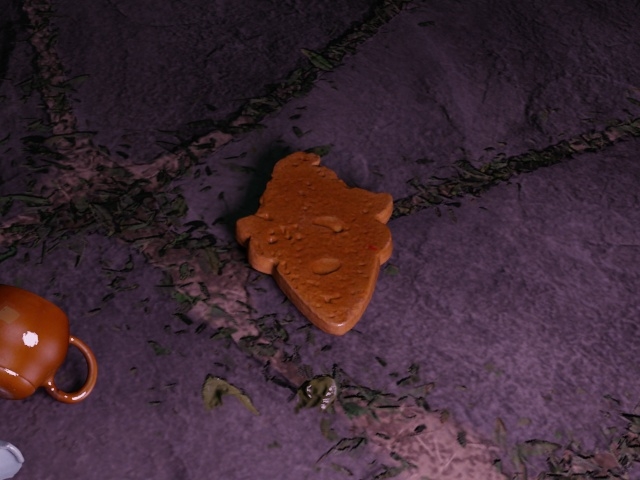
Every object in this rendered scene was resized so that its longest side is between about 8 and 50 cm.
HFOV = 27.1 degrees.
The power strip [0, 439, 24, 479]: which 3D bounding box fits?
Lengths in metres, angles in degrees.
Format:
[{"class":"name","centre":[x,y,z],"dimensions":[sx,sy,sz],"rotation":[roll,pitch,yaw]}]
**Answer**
[{"class":"power strip","centre":[-0.358,0.268,1.122],"dimensions":[0.168,0.054,0.253],"rotation":[4,41,5]}]

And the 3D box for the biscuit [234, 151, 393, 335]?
[{"class":"biscuit","centre":[0.000,0.000,1.452],"dimensions":[0.183,0.043,0.280],"rotation":[-8,47,-7]}]

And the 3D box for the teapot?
[{"class":"teapot","centre":[-0.298,0.109,1.275],"dimensions":[0.173,0.116,0.116],"rotation":[25,39,-16]}]
